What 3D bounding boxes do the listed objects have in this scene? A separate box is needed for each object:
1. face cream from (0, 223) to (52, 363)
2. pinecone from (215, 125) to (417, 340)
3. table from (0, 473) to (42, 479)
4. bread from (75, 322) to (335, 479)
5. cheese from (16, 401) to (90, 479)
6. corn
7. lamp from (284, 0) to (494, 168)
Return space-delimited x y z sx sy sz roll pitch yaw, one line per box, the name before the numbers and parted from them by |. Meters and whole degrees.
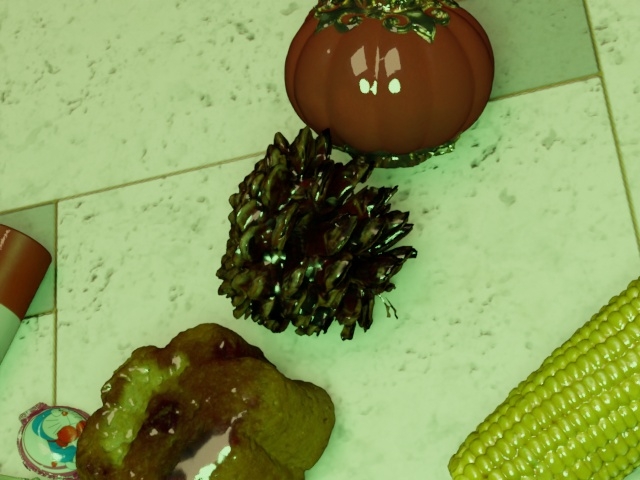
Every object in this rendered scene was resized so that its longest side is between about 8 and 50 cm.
face cream | -0.385 0.092 1.627 0.096 0.096 0.214 13 66 24
pinecone | 0.000 0.000 1.497 0.221 0.221 0.221 -8 59 14
table | -0.329 0.284 1.520 0.083 0.062 0.079 7 63 22
bread | -0.129 0.201 1.460 0.232 0.135 0.246 28 74 40
cheese | -0.260 0.225 1.538 0.145 0.038 0.095 42 52 19
corn | 0.271 0.141 1.361 0.387 0.144 0.144 -37 57 -6
lamp | 0.073 -0.187 1.566 0.227 0.227 0.227 -8 59 14
